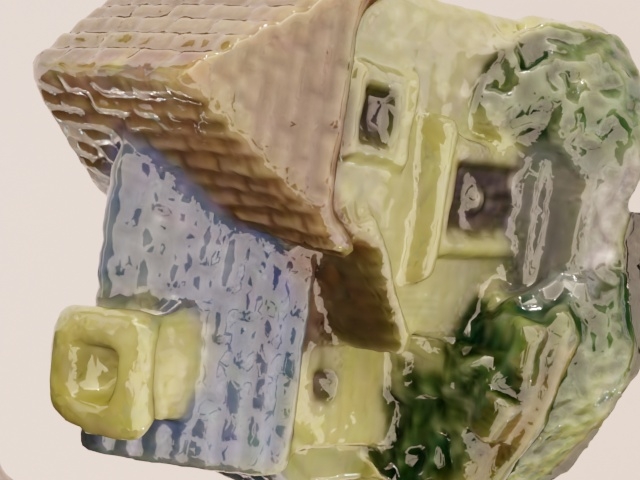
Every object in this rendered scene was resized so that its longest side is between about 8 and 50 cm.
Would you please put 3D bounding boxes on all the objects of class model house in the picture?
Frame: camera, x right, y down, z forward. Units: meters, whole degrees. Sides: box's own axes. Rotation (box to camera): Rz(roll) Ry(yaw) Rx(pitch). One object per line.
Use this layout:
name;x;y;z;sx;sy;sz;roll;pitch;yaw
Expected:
model house;0.000;0.000;0.729;0.266;0.261;0.321;6;-88;-48

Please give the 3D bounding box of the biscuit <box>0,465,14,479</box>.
biscuit;-0.185;0.213;0.655;0.166;0.342;0.395;-45;-60;-8
